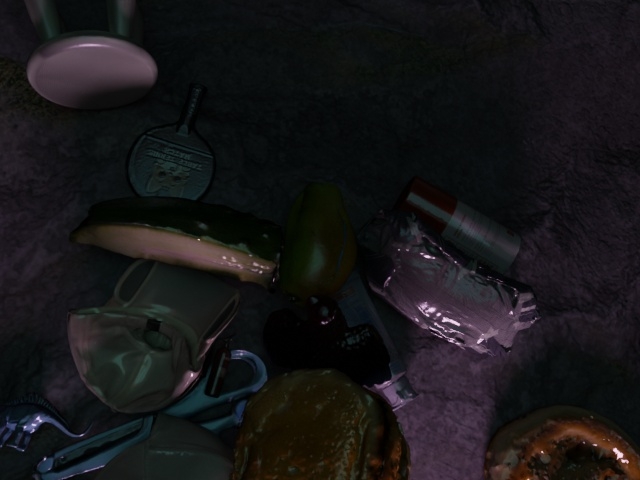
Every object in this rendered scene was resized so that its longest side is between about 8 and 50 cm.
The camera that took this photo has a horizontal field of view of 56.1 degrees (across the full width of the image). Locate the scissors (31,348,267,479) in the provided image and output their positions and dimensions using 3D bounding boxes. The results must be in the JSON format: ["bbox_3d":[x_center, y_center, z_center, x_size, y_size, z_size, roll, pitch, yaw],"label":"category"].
[{"bbox_3d":[-0.230,0.292,0.916,0.392,0.032,0.180,-15,78,-16],"label":"scissors"}]

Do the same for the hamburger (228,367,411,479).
[{"bbox_3d":[0.004,0.306,0.841,0.244,0.163,0.245,-6,63,11],"label":"hamburger"}]

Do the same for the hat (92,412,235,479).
[{"bbox_3d":[-0.197,0.382,0.768,0.167,0.301,0.258,7,88,10],"label":"hat"}]

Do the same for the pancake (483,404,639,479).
[{"bbox_3d":[0.424,0.451,0.994,0.355,0.065,0.357,3,72,-9],"label":"pancake"}]

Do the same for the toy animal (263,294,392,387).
[{"bbox_3d":[0.003,0.165,0.913,0.218,0.180,0.116,14,59,13],"label":"toy animal"}]

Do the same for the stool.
[{"bbox_3d":[-0.372,-0.343,0.965,0.195,0.195,0.199,-8,76,-13],"label":"stool"}]

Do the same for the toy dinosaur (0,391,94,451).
[{"bbox_3d":[-0.431,0.262,0.872,0.197,0.045,0.080,10,58,2],"label":"toy dinosaur"}]

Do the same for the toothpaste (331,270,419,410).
[{"bbox_3d":[0.082,0.167,1.005,0.089,0.057,0.234,-27,76,-16],"label":"toothpaste"}]

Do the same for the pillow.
[{"bbox_3d":[0.207,0.075,1.016,0.335,0.092,0.162,32,103,-2],"label":"pillow"}]

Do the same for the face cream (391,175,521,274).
[{"bbox_3d":[0.235,-0.022,1.059,0.214,0.096,0.096,30,72,-3],"label":"face cream"}]

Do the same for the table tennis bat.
[{"bbox_3d":[-0.245,-0.163,1.036,0.150,0.027,0.237,17,76,-7],"label":"table tennis bat"}]

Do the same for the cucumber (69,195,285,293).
[{"bbox_3d":[-0.215,-0.019,0.937,0.325,0.105,0.145,11,41,-5],"label":"cucumber"}]

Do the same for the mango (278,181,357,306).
[{"bbox_3d":[0.000,0.000,1.001,0.125,0.111,0.233,23,60,-17],"label":"mango"}]

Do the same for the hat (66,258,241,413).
[{"bbox_3d":[-0.244,0.140,0.931,0.219,0.164,0.226,26,31,15],"label":"hat"}]

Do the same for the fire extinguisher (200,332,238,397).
[{"bbox_3d":[-0.162,0.187,0.923,0.046,0.032,0.101,21,70,-21],"label":"fire extinguisher"}]
